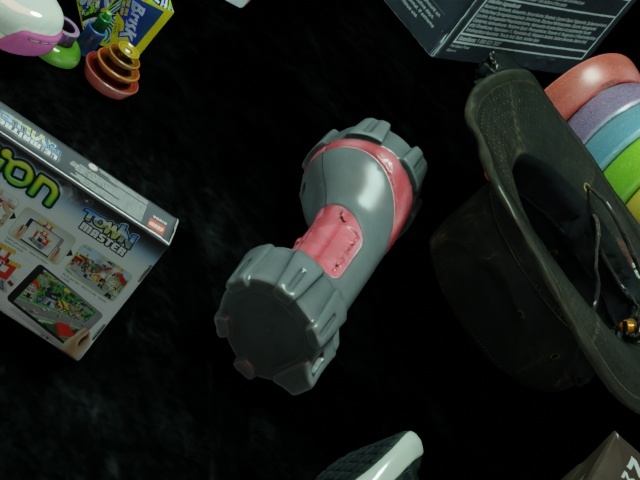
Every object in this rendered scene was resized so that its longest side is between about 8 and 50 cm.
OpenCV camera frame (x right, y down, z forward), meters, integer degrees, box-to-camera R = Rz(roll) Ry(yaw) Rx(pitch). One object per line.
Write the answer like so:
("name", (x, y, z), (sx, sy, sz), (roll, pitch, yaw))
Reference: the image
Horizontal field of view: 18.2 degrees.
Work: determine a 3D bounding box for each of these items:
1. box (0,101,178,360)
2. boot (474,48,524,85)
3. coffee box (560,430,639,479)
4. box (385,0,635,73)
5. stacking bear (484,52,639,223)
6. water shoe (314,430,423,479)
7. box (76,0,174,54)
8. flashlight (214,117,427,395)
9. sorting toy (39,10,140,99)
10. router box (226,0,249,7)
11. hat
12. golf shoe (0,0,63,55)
("box", (-0.207, -0.023, 1.264), (0.207, 0.114, 0.036), (35, 27, -12))
("boot", (0.221, -0.153, 2.087), (0.099, 0.045, 0.121), (49, 28, 24))
("coffee box", (0.257, 0.294, 1.367), (0.297, 0.119, 0.168), (42, 28, 4))
("box", (0.238, -0.349, 2.127), (0.296, 0.294, 0.183), (0, 47, -53))
("stacking bear", (0.321, -0.025, 1.856), (0.175, 0.164, 0.289), (2, 40, -51))
("water shoe", (0.025, 0.196, 1.299), (0.080, 0.073, 0.203), (60, 30, -8))
("box", (-0.173, -0.230, 1.681), (0.054, 0.059, 0.169), (24, 31, -34))
("flashlight", (0.000, 0.000, 1.513), (0.103, 0.103, 0.304), (16, 25, 12))
("sorting toy", (-0.181, -0.156, 1.577), (0.102, 0.042, 0.061), (31, 28, -16))
("router box", (-0.208, -0.392, 1.857), (0.335, 0.082, 0.301), (23, 32, -30))
("hat", (0.180, 0.027, 1.662), (0.331, 0.134, 0.331), (42, 31, -34))
("golf shoe", (-0.285, -0.275, 1.521), (0.306, 0.140, 0.115), (50, 27, 15))
